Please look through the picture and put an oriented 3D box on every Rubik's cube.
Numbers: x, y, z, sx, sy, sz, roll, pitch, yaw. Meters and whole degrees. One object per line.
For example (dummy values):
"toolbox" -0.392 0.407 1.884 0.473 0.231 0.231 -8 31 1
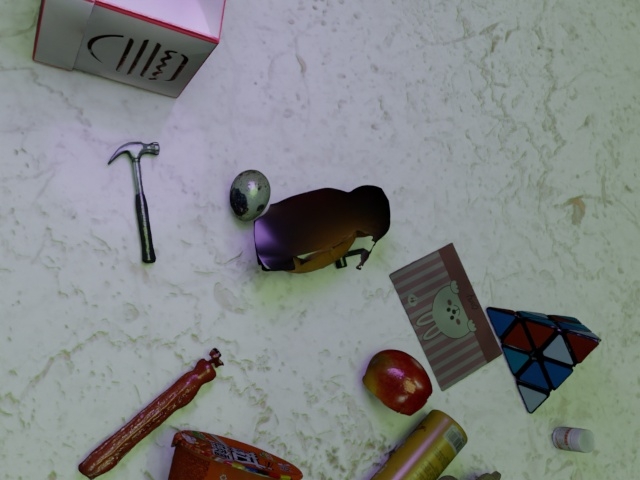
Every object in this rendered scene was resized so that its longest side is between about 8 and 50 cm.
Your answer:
"Rubik's cube" 0.543 0.218 1.610 0.250 0.234 0.284 43 68 -10

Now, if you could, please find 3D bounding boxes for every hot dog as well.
"hot dog" -0.004 -0.005 1.476 0.325 0.107 0.194 -4 69 -24

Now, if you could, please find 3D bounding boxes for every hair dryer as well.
"hair dryer" 0.067 0.033 1.552 0.083 0.026 0.047 -14 88 -33

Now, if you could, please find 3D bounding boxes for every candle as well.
"candle" -0.312 0.331 1.317 0.329 0.048 0.051 -40 84 -24

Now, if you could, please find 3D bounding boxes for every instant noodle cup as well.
"instant noodle cup" -0.178 0.476 1.250 0.250 0.250 0.192 22 80 -19

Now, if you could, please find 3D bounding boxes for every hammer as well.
"hammer" -0.363 -0.075 1.380 0.103 0.029 0.247 -4 84 -25

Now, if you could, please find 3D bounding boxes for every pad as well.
"pad" 0.300 0.177 1.635 0.202 0.005 0.300 -24 91 -26

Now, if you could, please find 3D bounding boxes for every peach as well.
"peach" 0.166 0.300 1.491 0.151 0.118 0.151 13 61 -24

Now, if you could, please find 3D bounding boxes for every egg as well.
"egg" -0.149 -0.094 1.445 0.085 0.085 0.110 23 83 -18

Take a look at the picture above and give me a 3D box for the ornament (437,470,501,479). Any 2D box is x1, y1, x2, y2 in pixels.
"ornament" 0.301 0.581 1.501 0.245 0.061 0.230 -53 133 -14

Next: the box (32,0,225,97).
"box" -0.351 -0.489 1.304 0.299 0.314 0.313 12 76 -24

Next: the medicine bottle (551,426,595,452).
"medicine bottle" 0.611 0.480 1.670 0.057 0.089 0.057 5 79 -24

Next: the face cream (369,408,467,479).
"face cream" 0.167 0.515 1.460 0.348 0.105 0.105 -42 98 -24
